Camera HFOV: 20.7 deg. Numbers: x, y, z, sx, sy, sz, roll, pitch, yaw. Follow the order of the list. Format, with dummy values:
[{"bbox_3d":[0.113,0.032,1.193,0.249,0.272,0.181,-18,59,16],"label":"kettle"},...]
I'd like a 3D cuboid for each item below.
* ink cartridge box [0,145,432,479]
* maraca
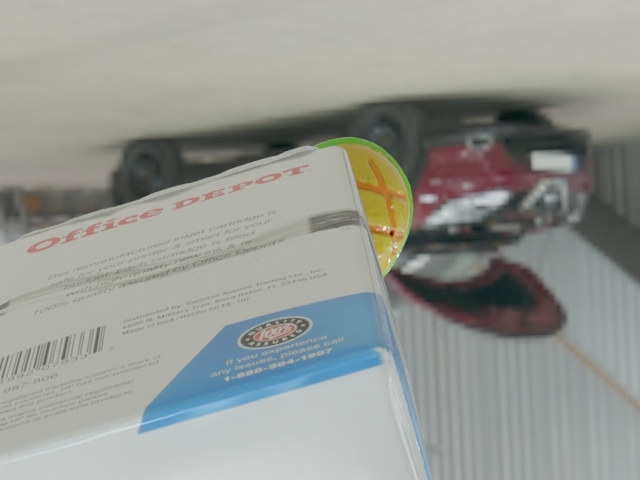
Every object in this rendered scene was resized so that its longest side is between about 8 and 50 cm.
[{"bbox_3d":[-0.085,0.099,1.191,0.285,0.166,0.395,-16,-159,3],"label":"ink cartridge box"},{"bbox_3d":[0.000,0.000,1.434,0.127,0.185,0.099,45,167,-18],"label":"maraca"}]
